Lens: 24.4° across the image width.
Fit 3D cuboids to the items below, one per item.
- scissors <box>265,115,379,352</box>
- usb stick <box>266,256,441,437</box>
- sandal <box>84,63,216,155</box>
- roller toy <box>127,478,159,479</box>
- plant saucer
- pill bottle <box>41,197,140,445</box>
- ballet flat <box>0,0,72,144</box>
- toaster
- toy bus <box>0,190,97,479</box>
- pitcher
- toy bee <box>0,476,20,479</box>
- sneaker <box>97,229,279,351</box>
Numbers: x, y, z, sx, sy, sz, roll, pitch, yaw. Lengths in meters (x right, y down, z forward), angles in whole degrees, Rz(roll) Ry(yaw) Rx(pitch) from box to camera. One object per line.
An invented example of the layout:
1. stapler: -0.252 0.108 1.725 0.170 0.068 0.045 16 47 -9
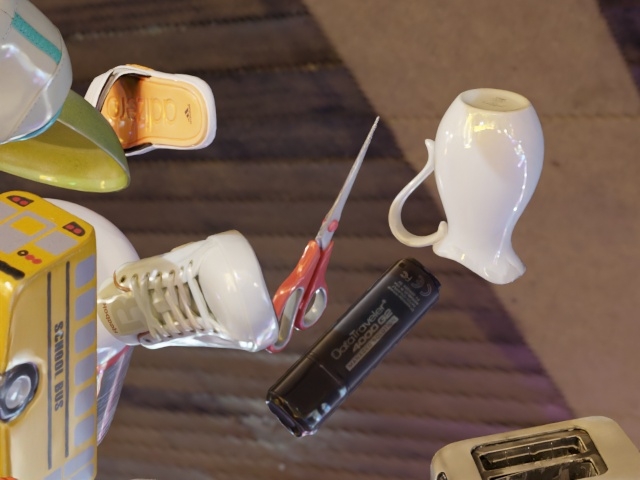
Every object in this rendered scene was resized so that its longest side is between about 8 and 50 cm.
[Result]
1. scissors: 0.000 0.000 1.659 0.021 0.109 0.297 36 126 26
2. usb stick: 0.043 0.129 1.830 0.077 0.278 0.045 44 155 4
3. sandal: -0.205 -0.141 1.589 0.076 0.102 0.265 -7 -174 -34
4. roller toy: -0.113 0.253 0.914 0.146 0.191 0.209 -32 113 23
5. plant saucer: -0.253 -0.101 1.127 0.241 0.037 0.241 17 167 4
6. pill bottle: -0.319 0.134 1.624 0.210 0.210 0.363 25 143 0
7. ballet flat: -0.240 -0.071 0.690 0.248 0.086 0.086 -13 142 11
8. toaster: 0.180 0.230 1.111 0.186 0.168 0.110 -10 120 -5
9. toy bus: -0.261 0.135 1.239 0.108 0.130 0.332 25 128 26
10. pitcher: 0.167 -0.072 1.726 0.178 0.125 0.207 14 117 20
11. toy bee: -0.263 0.179 0.867 0.162 0.298 0.195 5 -167 5
12. sneaker: -0.122 0.060 1.283 0.105 0.123 0.290 71 162 -3
